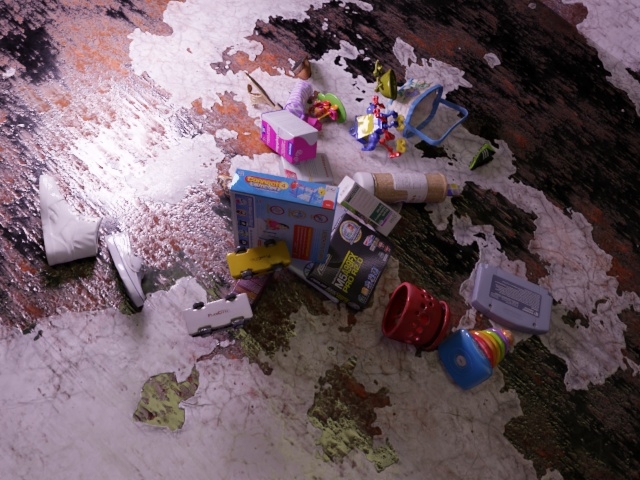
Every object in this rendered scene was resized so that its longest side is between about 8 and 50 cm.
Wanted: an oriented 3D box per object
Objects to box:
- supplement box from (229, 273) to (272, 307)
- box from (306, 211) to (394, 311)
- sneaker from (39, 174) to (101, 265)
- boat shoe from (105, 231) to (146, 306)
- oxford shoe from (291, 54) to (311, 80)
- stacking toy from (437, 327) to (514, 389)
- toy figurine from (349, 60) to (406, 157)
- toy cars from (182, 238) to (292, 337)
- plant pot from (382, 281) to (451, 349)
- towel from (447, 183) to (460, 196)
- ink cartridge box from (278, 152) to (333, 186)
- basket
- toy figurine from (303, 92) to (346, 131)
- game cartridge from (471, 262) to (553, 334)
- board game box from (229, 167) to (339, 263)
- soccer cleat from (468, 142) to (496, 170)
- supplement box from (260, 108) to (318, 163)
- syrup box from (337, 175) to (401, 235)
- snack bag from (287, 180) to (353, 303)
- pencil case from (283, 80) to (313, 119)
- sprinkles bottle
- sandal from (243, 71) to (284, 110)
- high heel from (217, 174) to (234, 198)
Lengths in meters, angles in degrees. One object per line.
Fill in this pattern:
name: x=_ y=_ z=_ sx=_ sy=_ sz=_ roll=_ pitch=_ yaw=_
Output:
supplement box: x=-0.217 y=0.142 z=1.684 sx=0.081 sy=0.104 sz=0.188 roll=28 pitch=59 yaw=2
box: x=0.106 y=0.072 z=1.795 sx=0.216 sy=0.060 sz=0.270 roll=34 pitch=62 yaw=-8
sneaker: x=-0.775 y=-0.073 z=1.650 sx=0.169 sy=0.108 sz=0.292 roll=-10 pitch=75 yaw=-22
boat shoe: x=-0.579 y=0.079 z=1.622 sx=0.084 sy=0.095 sz=0.258 roll=-23 pitch=72 yaw=-21
oxford shoe: x=-0.070 y=-0.706 z=2.184 sx=0.076 sy=0.076 sz=0.212 roll=42 pitch=28 yaw=-22
stacking toy: x=0.564 y=0.360 z=1.780 sx=0.302 sy=0.165 sz=0.175 roll=-12 pitch=62 yaw=-37
toy figurine: x=0.187 y=-0.483 z=2.070 sx=0.191 sy=0.217 sz=0.362 roll=9 pitch=74 yaw=-49
toy cars: x=-0.240 y=0.147 z=1.570 sx=0.176 sy=0.087 sz=0.393 roll=29 pitch=63 yaw=10
plant pot: x=0.317 y=0.254 z=1.727 sx=0.174 sy=0.191 sz=0.191 roll=24 pitch=59 yaw=-6
towel: x=0.521 y=-0.205 z=2.133 sx=0.083 sy=0.009 sz=0.060 roll=0 pitch=63 yaw=-16
ink cartridge box: x=-0.054 y=-0.249 z=1.958 sx=0.175 sy=0.072 sz=0.127 roll=-6 pitch=64 yaw=-18
basket: x=0.422 y=-0.520 z=2.162 sx=0.289 sy=0.201 sz=0.255 roll=37 pitch=58 yaw=17
toy figurine: x=-0.013 y=-0.496 z=2.093 sx=0.159 sy=0.130 sz=0.173 roll=-36 pitch=55 yaw=-19
game cartridge: x=0.697 y=0.221 z=1.930 sx=0.297 sy=0.062 sz=0.198 roll=24 pitch=63 yaw=-2
board game box: x=-0.111 y=-0.065 z=1.607 sx=0.302 sy=0.308 sz=0.086 roll=11 pitch=58 yaw=0
soccer cleat: x=0.684 y=-0.343 z=2.226 sx=0.072 sy=0.060 sz=0.179 roll=39 pitch=57 yaw=5
supplement box: x=-0.117 y=-0.384 z=1.937 sx=0.114 sy=0.111 sz=0.220 roll=-21 pitch=43 yaw=-33
syrup box: x=0.164 y=-0.120 z=1.868 sx=0.237 sy=0.096 sz=0.093 roll=33 pitch=98 yaw=-27
snack bag: x=0.000 y=0.000 z=1.833 sx=0.342 sy=0.037 sz=0.323 roll=36 pitch=62 yaw=-7
pencil case: x=-0.084 y=-0.550 z=2.080 sx=0.088 sy=0.086 sz=0.206 roll=23 pitch=44 yaw=-9
sprinkles bottle: x=0.300 y=-0.199 z=2.002 sx=0.355 sy=0.121 sz=0.121 roll=-2 pitch=63 yaw=-17
sandal: x=-0.234 y=-0.546 z=2.070 sx=0.240 sy=0.079 sz=0.088 roll=42 pitch=17 yaw=-10
high heel: x=-0.236 y=-0.191 z=1.809 sx=0.261 sy=0.186 sz=0.093 roll=32 pitch=59 yaw=2
